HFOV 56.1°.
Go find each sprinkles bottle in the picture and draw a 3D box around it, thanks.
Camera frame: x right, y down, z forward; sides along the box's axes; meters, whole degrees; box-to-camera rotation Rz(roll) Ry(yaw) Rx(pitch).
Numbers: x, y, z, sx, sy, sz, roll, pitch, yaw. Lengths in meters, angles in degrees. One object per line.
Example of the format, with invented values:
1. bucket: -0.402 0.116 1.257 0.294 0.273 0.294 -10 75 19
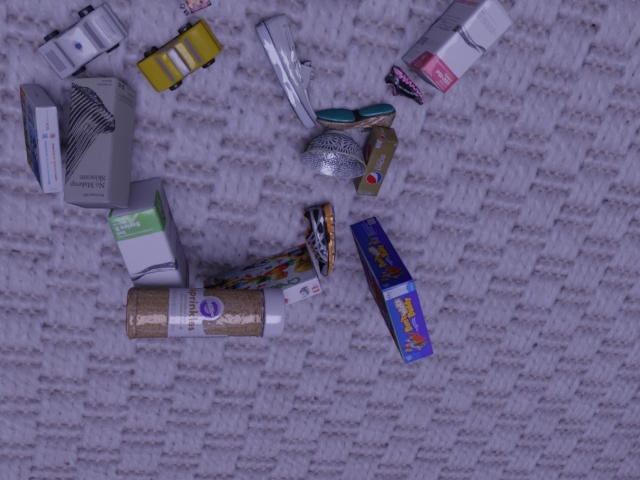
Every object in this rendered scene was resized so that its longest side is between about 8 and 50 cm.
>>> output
1. sprinkles bottle: -0.264 0.169 1.401 0.356 0.121 0.121 1 116 -13

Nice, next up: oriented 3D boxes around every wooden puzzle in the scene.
1. wooden puzzle: -0.275 -0.536 1.330 0.083 0.006 0.049 -23 119 1

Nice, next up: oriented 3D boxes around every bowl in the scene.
1. bowl: 0.038 -0.223 1.492 0.170 0.170 0.080 15 76 -18

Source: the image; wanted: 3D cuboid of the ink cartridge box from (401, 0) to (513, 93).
1. ink cartridge box: 0.314 -0.465 1.400 0.092 0.158 0.218 37 105 -24

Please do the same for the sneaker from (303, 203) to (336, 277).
1. sneaker: 0.000 0.000 1.625 0.083 0.084 0.214 -2 114 4

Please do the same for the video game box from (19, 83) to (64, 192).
1. video game box: -0.608 -0.225 1.308 0.048 0.205 0.187 -8 119 -32

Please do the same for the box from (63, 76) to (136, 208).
1. box: -0.483 -0.211 1.320 0.113 0.094 0.275 0 84 10

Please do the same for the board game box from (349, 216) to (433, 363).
1. board game box: 0.178 0.118 1.561 0.078 0.347 0.233 -20 118 -1

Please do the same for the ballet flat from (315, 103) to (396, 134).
1. ballet flat: 0.087 -0.293 1.496 0.206 0.073 0.067 -5 131 -5

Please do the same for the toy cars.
1. toy cars: -0.416 -0.414 1.318 0.394 0.087 0.176 5 115 -14

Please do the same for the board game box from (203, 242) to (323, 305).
1. board game box: -0.158 0.122 1.582 0.305 0.193 0.053 -21 119 -1

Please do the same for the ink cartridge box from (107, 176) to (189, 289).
1. ink cartridge box: -0.411 0.012 1.471 0.115 0.198 0.272 -14 118 -5

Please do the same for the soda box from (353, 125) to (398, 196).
1. soda box: 0.138 -0.198 1.524 0.058 0.061 0.181 6 135 -15

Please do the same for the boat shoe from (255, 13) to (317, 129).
1. boat shoe: -0.057 -0.392 1.403 0.088 0.096 0.267 -25 108 3

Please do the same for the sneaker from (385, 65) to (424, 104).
1. sneaker: 0.208 -0.374 1.494 0.119 0.047 0.057 41 109 -19
